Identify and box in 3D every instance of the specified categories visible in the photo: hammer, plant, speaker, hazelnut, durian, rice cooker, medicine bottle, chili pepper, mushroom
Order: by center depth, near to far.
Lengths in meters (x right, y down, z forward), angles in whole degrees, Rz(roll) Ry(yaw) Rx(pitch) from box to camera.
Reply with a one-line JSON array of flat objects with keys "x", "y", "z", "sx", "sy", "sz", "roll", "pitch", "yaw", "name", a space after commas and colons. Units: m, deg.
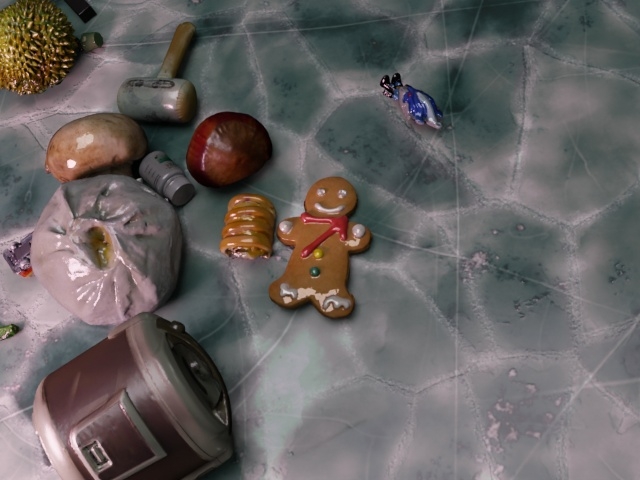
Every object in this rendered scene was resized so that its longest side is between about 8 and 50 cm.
[{"x": -0.342, "y": 0.331, "z": 1.580, "sx": 0.325, "sy": 0.335, "sz": 0.335, "roll": -31, "pitch": 63, "yaw": -2, "name": "rice cooker"}, {"x": -0.752, "y": 0.207, "z": 1.895, "sx": 0.118, "sy": 0.035, "sz": 0.055, "roll": 15, "pitch": 58, "yaw": 30, "name": "chili pepper"}, {"x": -0.209, "y": -0.213, "z": 1.896, "sx": 0.201, "sy": 0.160, "sz": 0.170, "roll": -12, "pitch": 72, "yaw": -34, "name": "hazelnut"}, {"x": -0.363, "y": -0.146, "z": 1.930, "sx": 0.080, "sy": 0.080, "sz": 0.130, "roll": -45, "pitch": 64, "yaw": -8, "name": "medicine bottle"}, {"x": -0.535, "y": -0.210, "z": 1.936, "sx": 0.254, "sy": 0.184, "sz": 0.255, "roll": -23, "pitch": 23, "yaw": 10, "name": "mushroom"}, {"x": -0.382, "y": -0.432, "z": 2.058, "sx": 0.201, "sy": 0.113, "sz": 0.306, "roll": 7, "pitch": 63, "yaw": 13, "name": "hammer"}, {"x": -0.754, "y": -0.508, "z": 2.090, "sx": 0.291, "sy": 0.291, "sz": 0.225, "roll": -35, "pitch": 78, "yaw": -3, "name": "durian"}, {"x": -0.635, "y": -0.531, "z": 2.192, "sx": 0.102, "sy": 0.051, "sz": 0.051, "roll": -4, "pitch": 65, "yaw": 26, "name": "plant"}, {"x": -0.697, "y": -0.681, "z": 2.277, "sx": 0.046, "sy": 0.040, "sz": 0.191, "roll": -41, "pitch": 64, "yaw": -4, "name": "speaker"}]

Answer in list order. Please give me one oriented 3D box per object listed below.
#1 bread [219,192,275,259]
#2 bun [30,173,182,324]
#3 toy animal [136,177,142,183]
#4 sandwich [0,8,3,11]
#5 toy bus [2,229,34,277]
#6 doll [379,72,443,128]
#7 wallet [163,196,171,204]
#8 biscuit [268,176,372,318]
[{"x": -0.164, "y": -0.030, "z": 1.830, "sx": 0.119, "sy": 0.084, "sz": 0.177, "roll": -3, "pitch": 62, "yaw": 12, "name": "bread"}, {"x": -0.478, "y": 0.017, "z": 1.787, "sx": 0.354, "sy": 0.194, "sz": 0.355, "roll": -1, "pitch": 85, "yaw": 6, "name": "bun"}, {"x": -0.473, "y": -0.089, "z": 1.937, "sx": 0.124, "sy": 0.085, "sz": 0.071, "roll": -14, "pitch": 64, "yaw": -8, "name": "toy animal"}, {"x": -0.892, "y": -0.623, "z": 2.308, "sx": 0.069, "sy": 0.026, "sz": 0.101, "roll": 38, "pitch": 76, "yaw": 29, "name": "sandwich"}, {"x": -0.656, "y": 0.013, "z": 1.931, "sx": 0.174, "sy": 0.077, "sz": 0.079, "roll": -38, "pitch": 63, "yaw": -6, "name": "toy bus"}, {"x": 0.216, "y": -0.315, "z": 1.877, "sx": 0.096, "sy": 0.070, "sz": 0.195, "roll": -20, "pitch": 54, "yaw": -31, "name": "doll"}, {"x": -0.450, "y": -0.012, "z": 1.897, "sx": 0.244, "sy": 0.025, "sz": 0.124, "roll": -16, "pitch": 90, "yaw": 7, "name": "wallet"}, {"x": 0.000, "y": 0.000, "z": 1.779, "sx": 0.215, "sy": 0.047, "sz": 0.340, "roll": 10, "pitch": 64, "yaw": 13, "name": "biscuit"}]
